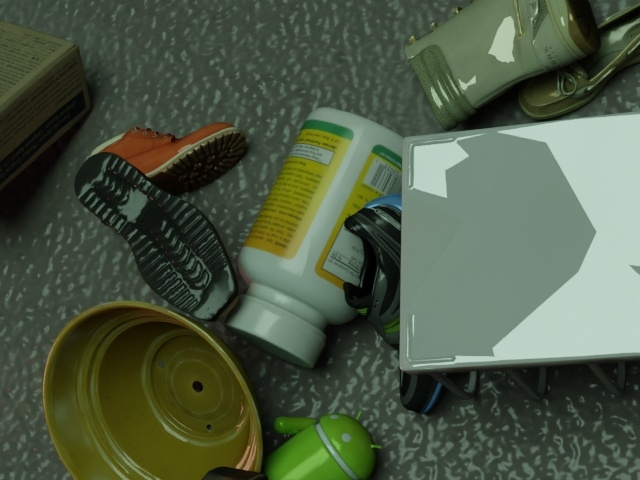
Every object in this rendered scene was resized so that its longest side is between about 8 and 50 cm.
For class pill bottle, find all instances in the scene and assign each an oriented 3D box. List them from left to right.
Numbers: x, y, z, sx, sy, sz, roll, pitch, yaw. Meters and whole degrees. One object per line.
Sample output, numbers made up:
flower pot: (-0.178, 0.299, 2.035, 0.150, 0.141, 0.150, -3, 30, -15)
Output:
pill bottle: (0.000, 0.000, 1.519, 0.117, 0.117, 0.208, 21, 79, 26)

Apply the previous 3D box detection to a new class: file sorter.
file sorter: (0.221, 0.022, 1.394, 0.278, 0.173, 0.193, -5, 70, 20)

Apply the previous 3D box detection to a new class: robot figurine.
robot figurine: (-0.003, 0.192, 1.475, 0.115, 0.067, 0.101, -36, 49, 5)

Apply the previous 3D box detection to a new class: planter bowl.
planter bowl: (-0.125, 0.140, 1.508, 0.217, 0.090, 0.217, 10, 112, 25)

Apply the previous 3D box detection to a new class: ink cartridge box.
ink cartridge box: (-0.373, -0.136, 1.684, 0.235, 0.088, 0.193, 20, 48, 26)

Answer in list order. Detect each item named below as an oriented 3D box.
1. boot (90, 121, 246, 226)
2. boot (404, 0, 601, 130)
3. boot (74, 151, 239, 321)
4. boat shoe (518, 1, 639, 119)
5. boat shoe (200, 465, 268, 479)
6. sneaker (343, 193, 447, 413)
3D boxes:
boot: (-0.147, -0.084, 1.642, 0.158, 0.059, 0.084, -26, 59, 12)
boot: (0.150, -0.209, 1.560, 0.165, 0.077, 0.213, -31, 45, 23)
boot: (-0.117, 0.007, 1.547, 0.077, 0.137, 0.198, -43, 61, 4)
boat shoe: (0.238, -0.161, 1.526, 0.153, 0.048, 0.056, -28, 63, 9)
boat shoe: (-0.078, 0.347, 1.409, 0.120, 0.122, 0.324, 13, 95, 15)
sneaker: (0.059, 0.055, 1.464, 0.078, 0.067, 0.188, -16, 105, -14)
